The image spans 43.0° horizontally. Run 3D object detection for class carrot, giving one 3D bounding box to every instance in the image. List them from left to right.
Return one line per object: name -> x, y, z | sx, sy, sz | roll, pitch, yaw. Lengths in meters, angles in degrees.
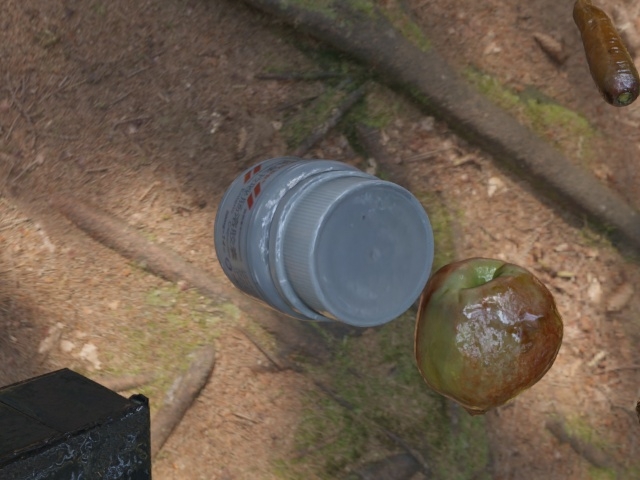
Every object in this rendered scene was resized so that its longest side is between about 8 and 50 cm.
carrot -> 0.391, -0.274, 1.133 | 0.059, 0.059, 0.248 | 20, 43, -24

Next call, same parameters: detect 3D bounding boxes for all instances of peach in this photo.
peach -> 0.258, 0.161, 1.287 | 0.232, 0.232, 0.257 | -16, 113, -26

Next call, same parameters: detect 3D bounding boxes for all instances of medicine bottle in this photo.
medicine bottle -> 0.000, 0.000, 1.212 | 0.245, 0.306, 0.245 | -4, 99, -29

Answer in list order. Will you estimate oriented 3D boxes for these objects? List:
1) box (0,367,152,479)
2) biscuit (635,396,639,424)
box -> -0.376, 0.370, 1.064 | 0.251, 0.204, 0.345 | -14, 112, -48
biscuit -> 0.444, 0.099, 0.695 | 0.359, 0.359, 0.046 | -17, 79, -26
